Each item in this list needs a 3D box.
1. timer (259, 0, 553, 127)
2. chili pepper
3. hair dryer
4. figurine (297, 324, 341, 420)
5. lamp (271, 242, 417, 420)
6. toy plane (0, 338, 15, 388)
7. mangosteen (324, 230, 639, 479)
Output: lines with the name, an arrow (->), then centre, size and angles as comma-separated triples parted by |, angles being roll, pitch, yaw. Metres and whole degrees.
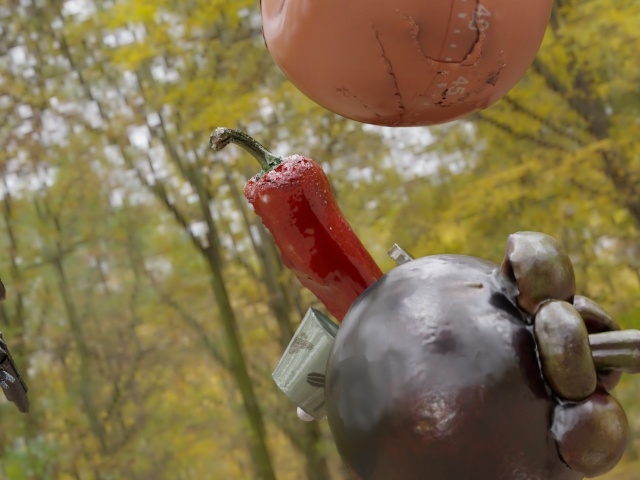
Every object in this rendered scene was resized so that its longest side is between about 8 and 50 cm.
timer -> 0.068, -0.203, 1.226 | 0.215, 0.229, 0.229 | 4, -16, -16
chili pepper -> 0.000, 0.000, 1.932 | 0.110, 0.387, 0.110 | -32, 14, 9
hair dryer -> -0.454, 0.143, 2.041 | 0.114, 0.248, 0.070 | -31, 36, -20
figurine -> 0.137, 0.211, 2.178 | 0.211, 0.253, 0.361 | -24, 22, -30
lamp -> 0.043, 0.104, 1.772 | 0.214, 0.121, 0.121 | -50, -14, 5
toy plane -> -0.374, 0.110, 1.634 | 0.031, 0.121, 0.049 | -53, -2, -32
mangosteen -> 0.176, 0.149, 1.573 | 0.347, 0.306, 0.307 | -27, -12, 25
